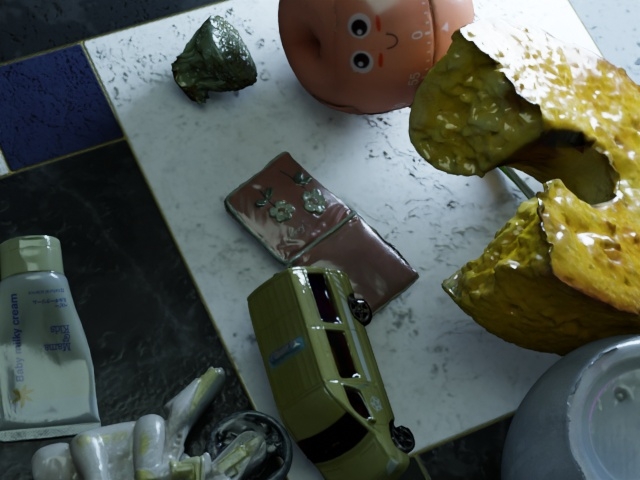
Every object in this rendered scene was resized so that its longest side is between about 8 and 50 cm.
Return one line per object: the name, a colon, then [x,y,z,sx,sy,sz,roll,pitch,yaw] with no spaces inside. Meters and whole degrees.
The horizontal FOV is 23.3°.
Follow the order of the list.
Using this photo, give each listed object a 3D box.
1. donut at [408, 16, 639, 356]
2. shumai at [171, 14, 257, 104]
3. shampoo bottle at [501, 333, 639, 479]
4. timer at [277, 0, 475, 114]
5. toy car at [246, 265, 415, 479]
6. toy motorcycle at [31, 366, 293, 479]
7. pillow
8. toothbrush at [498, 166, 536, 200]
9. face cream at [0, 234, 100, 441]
donut: [0.290,-0.041,1.819,0.378,0.163,0.435,16,46,-30]
shumai: [-0.138,-0.218,1.931,0.087,0.124,0.099,-30,91,17]
shampoo bottle: [0.329,0.251,1.665,0.273,0.266,0.273,4,63,-7]
timer: [0.068,-0.269,1.908,0.215,0.229,0.229,-19,68,-21]
toy car: [0.006,0.156,1.717,0.124,0.101,0.256,14,50,-47]
toy motorcycle: [-0.195,0.273,1.641,0.223,0.108,0.341,40,64,14]
pillow: [0.000,0.000,1.859,0.232,0.043,0.126,43,62,11]
toothbrush: [0.227,-0.090,1.965,0.026,0.022,0.263,-37,74,-14]
face cream: [-0.313,0.110,1.733,0.114,0.070,0.224,-4,73,-13]
